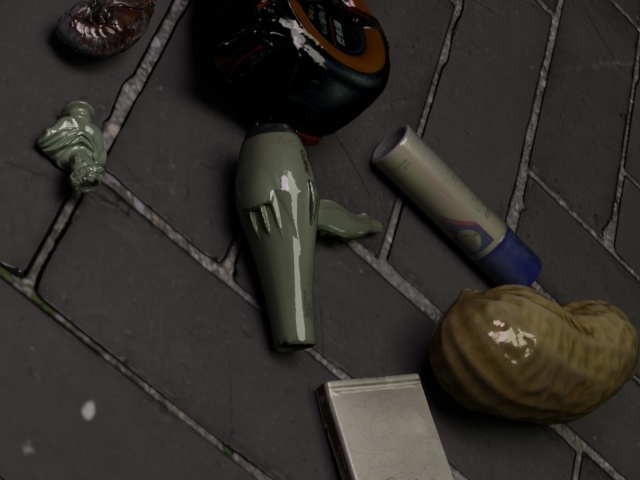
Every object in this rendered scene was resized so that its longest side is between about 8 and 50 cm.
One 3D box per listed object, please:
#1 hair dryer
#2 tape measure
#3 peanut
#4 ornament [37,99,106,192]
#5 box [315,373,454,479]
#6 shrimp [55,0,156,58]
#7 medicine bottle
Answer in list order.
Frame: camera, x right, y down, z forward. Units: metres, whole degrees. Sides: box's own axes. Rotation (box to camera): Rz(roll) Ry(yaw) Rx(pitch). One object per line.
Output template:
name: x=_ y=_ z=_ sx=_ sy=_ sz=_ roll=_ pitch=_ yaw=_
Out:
hair dryer: x=-0.010 y=0.021 z=1.526 sx=0.225 sy=0.088 sz=0.219 roll=41 pitch=45 yaw=-44
tape measure: x=-0.030 y=-0.208 z=1.598 sx=0.223 sy=0.135 sz=0.202 roll=28 pitch=36 yaw=-36
peanut: x=0.238 y=0.120 z=1.663 sx=0.325 sy=0.140 sz=0.153 roll=2 pitch=47 yaw=-49
ornament: x=-0.216 y=-0.081 z=1.377 sx=0.068 sy=0.041 sz=0.092 roll=-4 pitch=58 yaw=-55
box: x=0.073 y=0.222 z=1.461 sx=0.109 sy=0.029 sz=0.198 roll=-2 pitch=60 yaw=-30
shrimp: x=-0.194 y=-0.219 z=1.482 sx=0.065 sy=0.056 sz=0.165 roll=44 pitch=36 yaw=-8
medicine bottle: x=0.155 y=-0.032 z=1.736 sx=0.231 sy=0.059 sz=0.059 roll=44 pitch=40 yaw=-18
